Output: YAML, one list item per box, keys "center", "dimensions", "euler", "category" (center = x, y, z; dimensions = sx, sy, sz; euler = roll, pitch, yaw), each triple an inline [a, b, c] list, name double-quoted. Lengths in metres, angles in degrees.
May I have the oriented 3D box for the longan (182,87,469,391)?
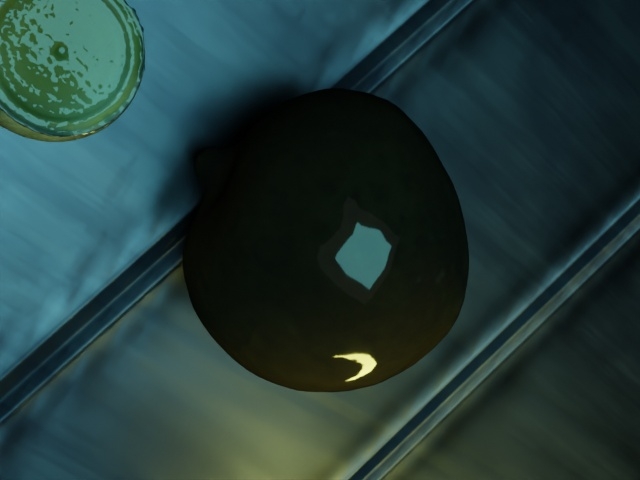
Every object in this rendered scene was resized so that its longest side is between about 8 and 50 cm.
- center: [0.000, 0.000, 1.036]
  dimensions: [0.300, 0.243, 0.300]
  euler: [0, 90, 8]
  category: "longan"

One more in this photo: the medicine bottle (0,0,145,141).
- center: [-0.235, -0.160, 0.925]
  dimensions: [0.147, 0.143, 0.147]
  euler: [-5, 101, -27]
  category: "medicine bottle"
